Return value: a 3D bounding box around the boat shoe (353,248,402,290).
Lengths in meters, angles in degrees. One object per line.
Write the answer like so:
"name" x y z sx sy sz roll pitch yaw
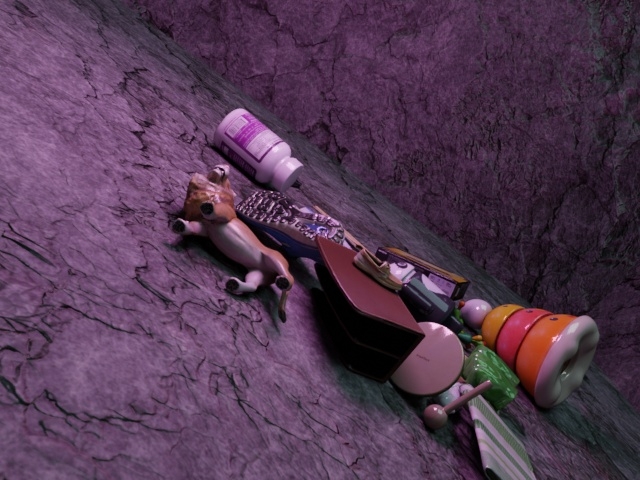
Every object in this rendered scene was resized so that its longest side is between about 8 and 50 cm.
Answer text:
"boat shoe" 0.143 0.069 1.249 0.135 0.045 0.050 33 18 -5

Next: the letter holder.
"letter holder" 0.063 0.147 1.224 0.214 0.152 0.302 26 20 -31

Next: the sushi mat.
"sushi mat" 0.090 -0.023 1.861 0.151 0.019 0.316 38 5 -40

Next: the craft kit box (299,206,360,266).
"craft kit box" 0.000 0.000 1.664 0.250 0.061 0.246 40 14 7

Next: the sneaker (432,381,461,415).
"sneaker" 0.319 0.391 1.296 0.152 0.054 0.061 3 54 -60

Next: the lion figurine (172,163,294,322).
"lion figurine" -0.179 0.005 1.177 0.392 0.142 0.240 53 9 1

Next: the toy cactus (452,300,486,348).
"toy cactus" 0.464 0.296 1.788 0.219 0.112 0.180 51 29 14

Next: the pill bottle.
"pill bottle" -0.212 -0.307 1.840 0.301 0.169 0.169 40 16 7

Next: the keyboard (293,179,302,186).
"keyboard" -0.216 -0.327 2.139 0.317 0.033 0.201 44 11 23

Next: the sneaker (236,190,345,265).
"sneaker" -0.093 -0.021 1.426 0.330 0.147 0.130 27 48 21

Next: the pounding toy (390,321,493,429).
"pounding toy" 0.267 0.314 1.231 0.237 0.183 0.110 54 -4 43

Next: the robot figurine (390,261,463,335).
"robot figurine" 0.273 0.186 1.514 0.278 0.209 0.173 42 46 13

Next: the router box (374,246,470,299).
"router box" 0.368 0.120 1.917 0.309 0.081 0.243 26 9 25

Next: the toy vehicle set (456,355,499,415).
"toy vehicle set" 0.428 0.409 1.484 0.166 0.035 0.267 42 16 13

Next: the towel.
"towel" 0.406 0.478 1.167 0.248 0.038 0.325 49 16 -9

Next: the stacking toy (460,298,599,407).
"stacking toy" 0.711 0.347 1.929 0.350 0.350 0.480 20 6 -46

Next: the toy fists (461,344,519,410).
"toy fists" 0.451 0.364 1.427 0.142 0.096 0.279 51 17 17
